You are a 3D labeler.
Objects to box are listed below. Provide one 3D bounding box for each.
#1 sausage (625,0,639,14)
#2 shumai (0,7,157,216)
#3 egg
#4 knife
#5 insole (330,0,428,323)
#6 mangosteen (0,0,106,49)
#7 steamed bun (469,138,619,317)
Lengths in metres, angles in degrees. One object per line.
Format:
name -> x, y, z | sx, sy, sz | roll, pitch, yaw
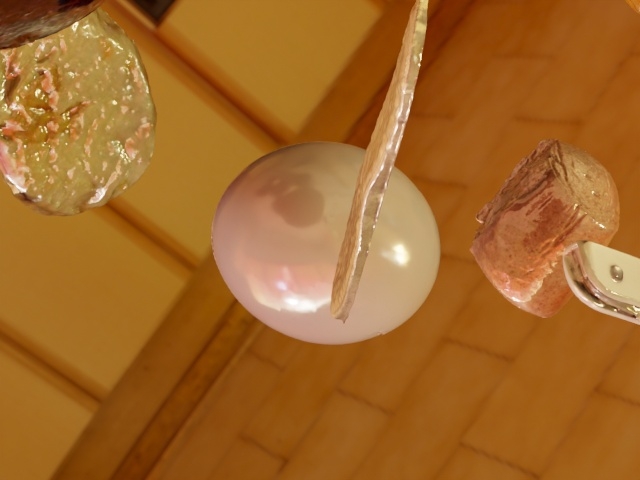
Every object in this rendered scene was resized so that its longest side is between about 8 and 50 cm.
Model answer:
sausage -> 0.416, -0.305, 1.625 | 0.109, 0.109, 0.270 | -52, 7, -5
shumai -> -0.291, -0.165, 1.519 | 0.189, 0.256, 0.218 | -24, 24, -12
egg -> 0.000, 0.000, 1.043 | 0.146, 0.146, 0.198 | -55, 37, -10
knife -> 0.313, 0.066, 1.200 | 0.040, 0.265, 0.073 | -44, 35, 38
insole -> 0.026, -0.032, 0.744 | 0.248, 0.011, 0.081 | 104, 176, -55
mangosteen -> -0.234, -0.254, 0.813 | 0.330, 0.330, 0.330 | -37, 29, 25
steamed bun -> 0.214, -0.022, 1.375 | 0.145, 0.106, 0.175 | -57, 12, 22
